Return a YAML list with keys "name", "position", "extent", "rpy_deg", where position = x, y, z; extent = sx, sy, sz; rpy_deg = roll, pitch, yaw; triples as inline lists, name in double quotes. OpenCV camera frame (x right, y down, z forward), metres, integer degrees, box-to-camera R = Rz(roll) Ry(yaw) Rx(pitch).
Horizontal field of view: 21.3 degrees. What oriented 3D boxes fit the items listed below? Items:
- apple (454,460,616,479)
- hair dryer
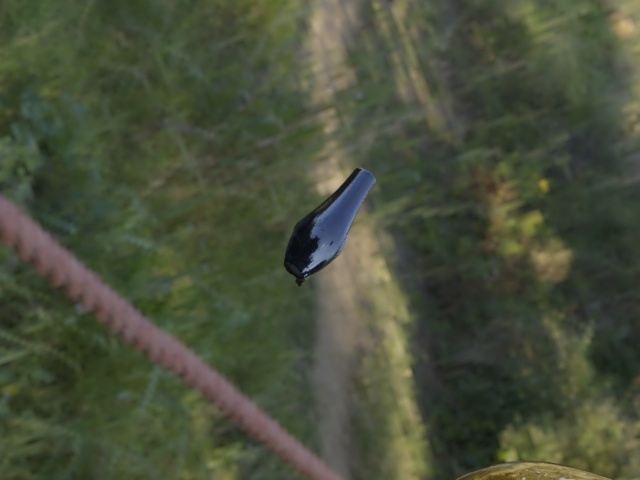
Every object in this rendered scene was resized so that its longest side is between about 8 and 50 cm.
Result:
- name: "apple"
  position: [0.131, 0.290, 1.079]
  extent: [0.288, 0.317, 0.288]
  rpy_deg: [37, -32, 28]
- name: "hair dryer"
  position: [0.000, 0.000, 1.035]
  extent: [0.031, 0.079, 0.083]
  rpy_deg: [36, -26, 3]
